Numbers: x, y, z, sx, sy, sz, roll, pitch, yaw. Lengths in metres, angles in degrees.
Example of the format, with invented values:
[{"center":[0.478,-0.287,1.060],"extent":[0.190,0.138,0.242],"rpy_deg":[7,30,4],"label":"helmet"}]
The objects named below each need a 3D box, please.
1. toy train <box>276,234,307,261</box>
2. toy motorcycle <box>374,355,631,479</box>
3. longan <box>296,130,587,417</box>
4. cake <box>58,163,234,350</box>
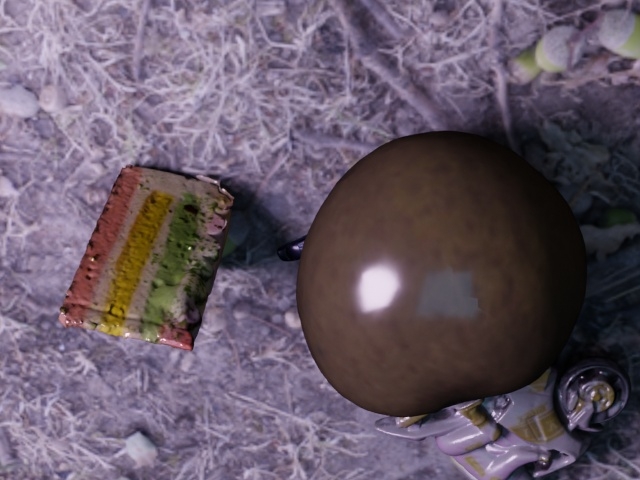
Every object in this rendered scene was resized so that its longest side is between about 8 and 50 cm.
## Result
[{"center":[0.000,0.000,1.691],"extent":[0.083,0.017,0.017],"rpy_deg":[-24,108,11],"label":"toy train"},{"center":[0.160,0.161,1.723],"extent":[0.225,0.073,0.152],"rpy_deg":[7,114,-2],"label":"toy motorcycle"},{"center":[0.097,0.034,1.592],"extent":[0.248,0.248,0.248],"rpy_deg":[0,112,1],"label":"longan"},{"center":[-0.145,0.034,1.604],"extent":[0.109,0.225,0.090],"rpy_deg":[16,125,-2],"label":"cake"}]
